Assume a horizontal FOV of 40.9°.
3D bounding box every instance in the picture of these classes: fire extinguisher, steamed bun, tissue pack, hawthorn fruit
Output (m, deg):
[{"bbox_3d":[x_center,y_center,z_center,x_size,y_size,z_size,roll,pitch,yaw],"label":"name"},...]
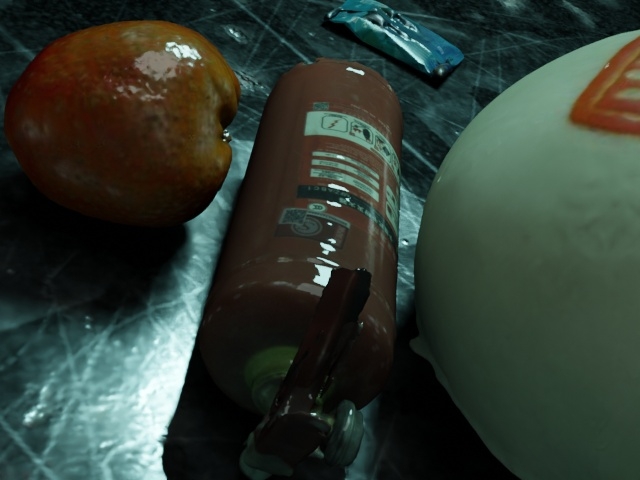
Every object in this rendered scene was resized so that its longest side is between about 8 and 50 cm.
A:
[{"bbox_3d":[0.000,0.000,0.486,0.106,0.147,0.337,15,38,-6],"label":"fire extinguisher"},{"bbox_3d":[0.250,0.010,0.493,0.374,0.241,0.374,16,31,-10],"label":"steamed bun"},{"bbox_3d":[0.078,-0.210,0.868,0.138,0.028,0.085,33,39,8],"label":"tissue pack"},{"bbox_3d":[-0.122,-0.074,0.534,0.138,0.133,0.133,5,41,-15],"label":"hawthorn fruit"}]
